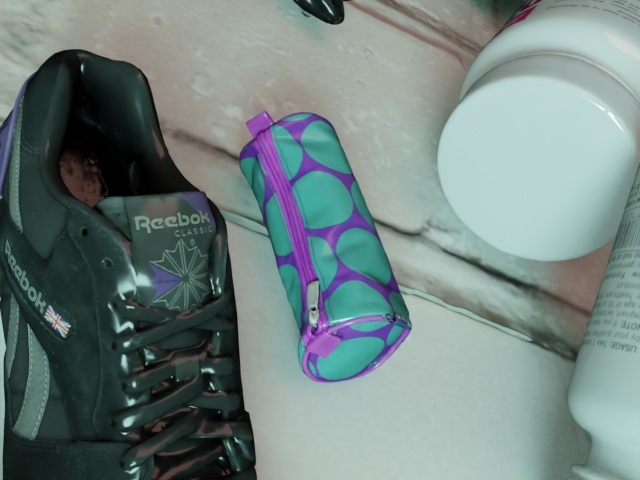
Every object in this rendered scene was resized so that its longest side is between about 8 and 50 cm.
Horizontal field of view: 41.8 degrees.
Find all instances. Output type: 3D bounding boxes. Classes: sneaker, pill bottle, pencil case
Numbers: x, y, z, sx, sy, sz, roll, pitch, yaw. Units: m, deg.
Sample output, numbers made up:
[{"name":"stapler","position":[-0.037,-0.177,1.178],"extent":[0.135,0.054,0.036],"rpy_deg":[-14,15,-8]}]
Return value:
[{"name":"sneaker","position":[-0.080,0.045,0.339],"extent":[0.107,0.124,0.283],"rpy_deg":[-8,60,-38]},{"name":"pill bottle","position":[0.207,0.069,0.450],"extent":[0.131,0.131,0.229],"rpy_deg":[23,81,-17]},{"name":"pill bottle","position":[0.200,-0.113,0.644],"extent":[0.160,0.160,0.283],"rpy_deg":[40,42,1]},{"name":"pencil case","position":[0.000,0.000,0.478],"extent":[0.070,0.064,0.151],"rpy_deg":[26,36,-51]}]

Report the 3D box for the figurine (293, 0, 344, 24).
[{"name":"figurine","position":[-0.024,-0.290,0.707],"extent":[0.209,0.092,0.215],"rpy_deg":[43,41,-7]}]
